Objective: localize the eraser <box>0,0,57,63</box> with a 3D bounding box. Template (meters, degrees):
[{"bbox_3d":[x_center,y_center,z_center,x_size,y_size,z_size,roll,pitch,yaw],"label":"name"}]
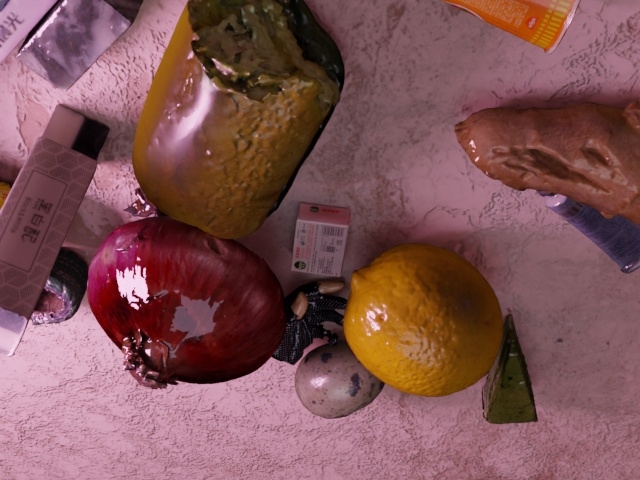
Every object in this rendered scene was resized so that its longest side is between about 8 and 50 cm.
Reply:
[{"bbox_3d":[-0.494,-0.277,1.288,0.287,0.086,0.130,-44,123,13],"label":"eraser"}]

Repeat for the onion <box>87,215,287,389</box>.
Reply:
[{"bbox_3d":[-0.233,0.129,1.546,0.348,0.285,0.347,15,140,13],"label":"onion"}]

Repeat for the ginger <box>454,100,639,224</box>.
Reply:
[{"bbox_3d":[0.364,-0.122,1.369,0.354,0.126,0.189,8,130,-1],"label":"ginger"}]

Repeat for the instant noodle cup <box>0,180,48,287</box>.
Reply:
[{"bbox_3d":[-0.548,-0.014,1.543,0.236,0.215,0.215,15,134,-17],"label":"instant noodle cup"}]

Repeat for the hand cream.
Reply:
[{"bbox_3d":[0.439,-0.027,1.504,0.256,0.055,0.088,32,119,-25],"label":"hand cream"}]

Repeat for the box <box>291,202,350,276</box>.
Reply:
[{"bbox_3d":[0.000,0.000,1.587,0.089,0.043,0.125,8,134,-1],"label":"box"}]

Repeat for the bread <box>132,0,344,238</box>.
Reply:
[{"bbox_3d":[-0.125,-0.166,1.345,0.251,0.208,0.376,25,135,-11],"label":"bread"}]

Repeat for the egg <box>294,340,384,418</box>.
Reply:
[{"bbox_3d":[0.039,0.255,1.760,0.182,0.141,0.141,-19,129,27],"label":"egg"}]

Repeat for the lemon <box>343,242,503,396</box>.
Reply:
[{"bbox_3d":[0.167,0.130,1.559,0.268,0.267,0.267,3,134,4],"label":"lemon"}]

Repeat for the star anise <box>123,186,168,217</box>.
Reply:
[{"bbox_3d":[-0.247,-0.055,1.552,0.129,0.056,0.124,24,142,-12],"label":"star anise"}]

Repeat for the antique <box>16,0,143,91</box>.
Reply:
[{"bbox_3d":[-0.335,-0.294,1.314,0.086,0.088,0.183,37,128,-25],"label":"antique"}]

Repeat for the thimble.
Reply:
[{"bbox_3d":[-0.482,0.082,1.693,0.135,0.090,0.118,-23,125,28],"label":"thimble"}]

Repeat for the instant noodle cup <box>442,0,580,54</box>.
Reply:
[{"bbox_3d":[0.225,-0.336,1.173,0.185,0.168,0.168,18,134,0],"label":"instant noodle cup"}]

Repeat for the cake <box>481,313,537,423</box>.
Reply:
[{"bbox_3d":[0.362,0.237,1.733,0.099,0.100,0.235,4,134,1],"label":"cake"}]

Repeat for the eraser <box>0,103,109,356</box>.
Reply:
[{"bbox_3d":[-0.405,-0.028,1.358,0.098,0.403,0.096,24,133,-15],"label":"eraser"}]

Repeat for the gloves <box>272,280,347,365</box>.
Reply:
[{"bbox_3d":[-0.024,0.131,1.697,0.129,0.106,0.180,38,98,-30],"label":"gloves"}]
